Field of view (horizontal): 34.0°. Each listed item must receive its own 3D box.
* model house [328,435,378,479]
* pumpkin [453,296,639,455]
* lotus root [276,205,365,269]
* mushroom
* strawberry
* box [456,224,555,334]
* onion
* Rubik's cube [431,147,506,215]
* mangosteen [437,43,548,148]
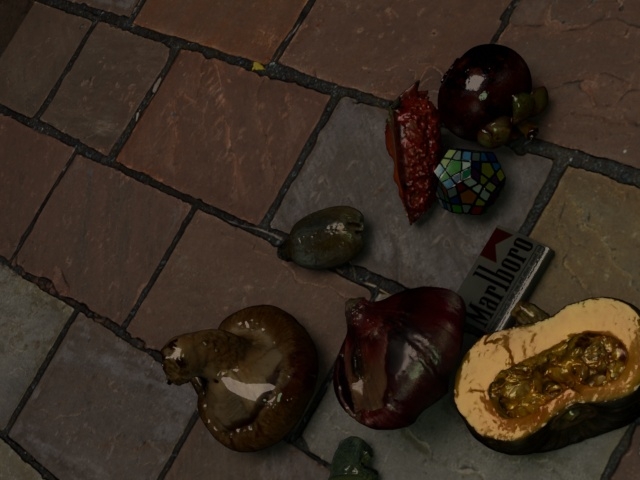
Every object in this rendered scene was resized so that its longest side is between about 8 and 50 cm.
[{"bbox_3d":[0.060,0.374,1.759,0.079,0.066,0.083,-22,37,38],"label":"model house"},{"bbox_3d":[0.356,0.188,1.586,0.317,0.139,0.222,-28,56,22],"label":"pumpkin"},{"bbox_3d":[0.000,0.000,1.974,0.192,0.088,0.113,-16,64,28],"label":"lotus root"},{"bbox_3d":[-0.127,0.240,1.875,0.267,0.254,0.267,-2,83,13],"label":"mushroom"},{"bbox_3d":[0.180,-0.156,1.891,0.098,0.174,0.228,-7,66,-3],"label":"strawberry"},{"bbox_3d":[0.301,0.072,1.754,0.115,0.036,0.177,28,85,42],"label":"box"},{"bbox_3d":[0.110,0.172,1.682,0.272,0.195,0.272,-52,10,13],"label":"onion"},{"bbox_3d":[0.258,-0.103,1.826,0.133,0.133,0.112,14,102,39],"label":"Rubik's cube"},{"bbox_3d":[0.306,-0.248,1.847,0.200,0.200,0.200,-16,58,28],"label":"mangosteen"}]
